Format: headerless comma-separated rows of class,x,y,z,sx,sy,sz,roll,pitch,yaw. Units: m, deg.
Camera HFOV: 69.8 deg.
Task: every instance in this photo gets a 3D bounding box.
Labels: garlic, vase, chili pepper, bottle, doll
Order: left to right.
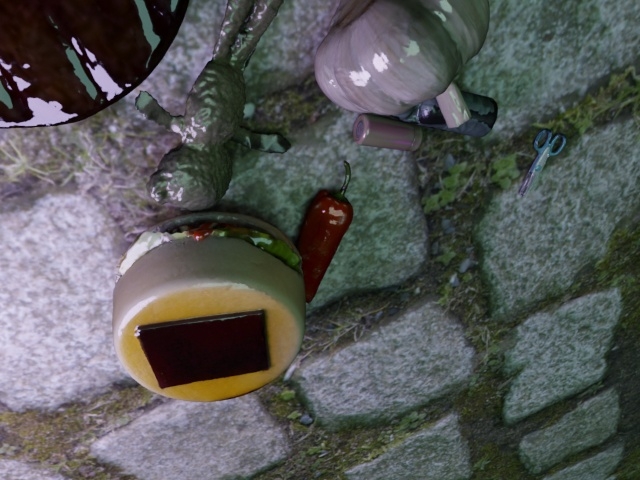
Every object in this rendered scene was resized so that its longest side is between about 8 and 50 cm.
doll,-0.134,-0.169,0.560,0.202,0.091,0.286,-33,146,-36
chili pepper,0.000,0.000,0.726,0.071,0.063,0.272,14,120,-10
bottle,0.099,-0.155,0.664,0.096,0.045,0.045,3,121,-21
garlic,0.119,-0.220,0.538,0.212,0.219,0.218,34,107,-31
vase,0.143,-0.191,0.646,0.211,0.060,0.060,6,120,-14

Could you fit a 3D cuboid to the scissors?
scissors,0.370,-0.129,0.781,0.058,0.014,0.119,12,114,-18

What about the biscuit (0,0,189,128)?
biscuit,-0.312,-0.304,0.400,0.406,0.091,0.408,-2,124,-3

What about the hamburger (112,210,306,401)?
hamburger,-0.155,0.097,0.675,0.301,0.170,0.302,-7,128,-8
